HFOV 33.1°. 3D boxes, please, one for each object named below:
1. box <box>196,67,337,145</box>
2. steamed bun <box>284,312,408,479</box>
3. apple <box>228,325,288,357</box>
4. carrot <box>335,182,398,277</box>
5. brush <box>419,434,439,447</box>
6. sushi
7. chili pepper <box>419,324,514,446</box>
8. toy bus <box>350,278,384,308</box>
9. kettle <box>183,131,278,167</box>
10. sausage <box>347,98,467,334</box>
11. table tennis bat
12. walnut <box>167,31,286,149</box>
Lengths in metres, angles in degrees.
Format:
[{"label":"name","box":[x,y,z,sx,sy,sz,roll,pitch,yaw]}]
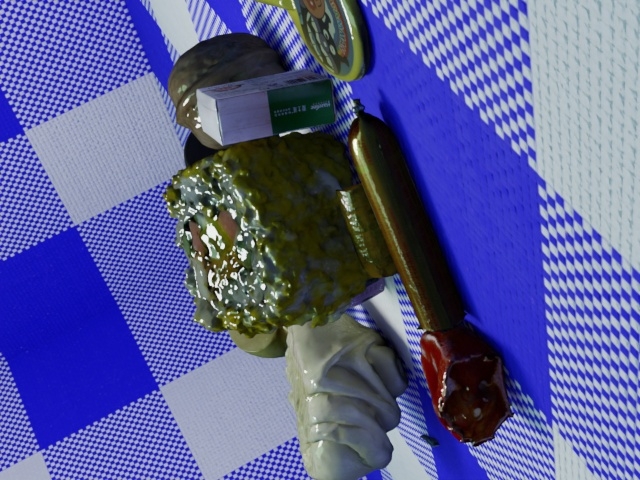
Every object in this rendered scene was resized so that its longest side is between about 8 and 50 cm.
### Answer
[{"label":"box","box":[-0.089,-0.218,1.739,0.135,0.199,0.081,-140,42,-66]},{"label":"steamed bun","box":[0.061,0.316,2.245,0.352,0.247,0.339,-116,21,-52]},{"label":"apple","box":[-0.108,0.128,2.513,0.292,0.292,0.254,76,-173,-52]},{"label":"carrot","box":[0.083,-0.022,1.744,0.082,0.082,0.173,-141,30,-66]},{"label":"brush","box":[0.235,0.430,2.326,0.083,0.016,0.013,-163,59,-75]},{"label":"sushi","box":[-0.097,0.003,1.916,0.396,0.240,0.351,-16,92,59]},{"label":"chili pepper","box":[0.200,0.189,1.653,0.144,0.136,0.252,38,-172,-23]},{"label":"toy bus","box":[0.036,0.026,2.055,0.199,0.096,0.108,54,163,32]},{"label":"kettle","box":[-0.174,-0.154,2.419,0.290,0.207,0.268,80,-163,-61]},{"label":"sausage","box":[0.114,-0.037,1.563,0.371,0.082,0.082,67,169,-18]},{"label":"table tennis bat","box":[-0.030,-0.349,1.550,0.369,0.054,0.224,40,155,56]},{"label":"walnut","box":[-0.167,-0.272,1.955,0.224,0.224,0.224,59,169,19]}]
